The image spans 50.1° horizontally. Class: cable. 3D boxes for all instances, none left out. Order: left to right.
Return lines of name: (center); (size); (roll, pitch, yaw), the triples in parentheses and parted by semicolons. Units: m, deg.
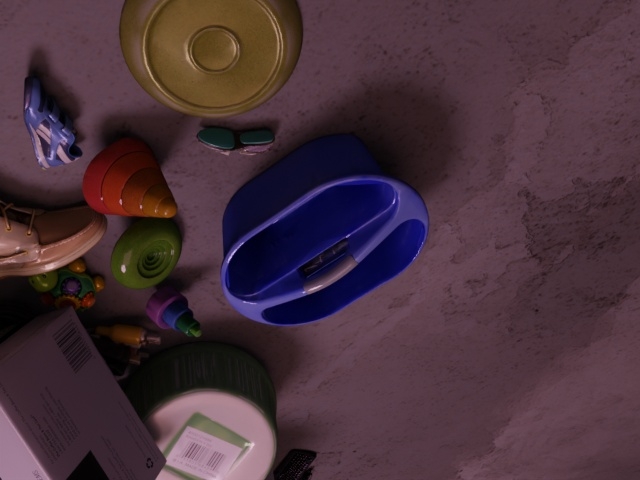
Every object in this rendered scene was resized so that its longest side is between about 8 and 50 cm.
cable: (-0.433, 0.167, 1.215); (0.287, 0.072, 0.139); (21, 141, -16)

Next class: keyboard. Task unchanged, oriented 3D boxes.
keyboard: (-0.065, 0.584, 1.685); (0.100, 0.038, 0.192); (13, 128, -25)

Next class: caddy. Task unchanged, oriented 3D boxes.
caddy: (0.000, 0.000, 1.069); (0.341, 0.179, 0.241); (-33, 132, 16)

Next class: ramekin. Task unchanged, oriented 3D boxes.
ramekin: (-0.222, 0.358, 1.290); (0.303, 0.148, 0.303); (-4, 110, -11)

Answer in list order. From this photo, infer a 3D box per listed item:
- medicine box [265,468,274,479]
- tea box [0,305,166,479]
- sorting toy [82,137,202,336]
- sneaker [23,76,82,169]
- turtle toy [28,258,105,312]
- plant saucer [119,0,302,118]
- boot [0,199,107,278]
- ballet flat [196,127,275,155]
medicine box: (-0.218, 0.603, 1.506); (0.149, 0.263, 0.289); (14, 126, -25)
tea box: (-0.488, 0.326, 1.091); (0.323, 0.220, 0.329); (-18, 107, 21)
sorting toy: (-0.236, 0.024, 1.037); (0.127, 0.126, 0.365); (-38, 142, -31)
sneaker: (-0.360, -0.159, 0.918); (0.059, 0.053, 0.144); (-6, 141, -9)
turtle toy: (-0.417, 0.077, 1.108); (0.095, 0.066, 0.130); (-27, 133, 10)
plant saucer: (-0.139, -0.255, 0.896); (0.241, 0.037, 0.241); (-8, 134, -8)
boot: (-0.460, -0.046, 0.970); (0.262, 0.095, 0.203); (-14, 132, 1)
ballet flat: (-0.125, -0.141, 1.005); (0.114, 0.041, 0.041); (-1, 132, -13)
